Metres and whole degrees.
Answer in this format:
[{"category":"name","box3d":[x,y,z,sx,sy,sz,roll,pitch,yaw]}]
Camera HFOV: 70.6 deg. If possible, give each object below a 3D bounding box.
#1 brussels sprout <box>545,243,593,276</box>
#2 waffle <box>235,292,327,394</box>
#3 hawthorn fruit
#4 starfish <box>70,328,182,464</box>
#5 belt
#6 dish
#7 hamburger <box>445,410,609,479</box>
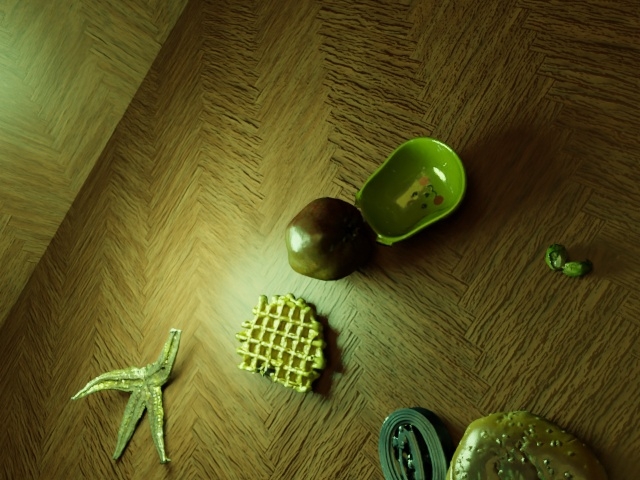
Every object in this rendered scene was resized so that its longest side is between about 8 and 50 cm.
[{"category":"brussels sprout","box3d":[0.479,0.043,0.881,0.083,0.046,0.050,40,105,36]},{"category":"waffle","box3d":[-0.108,0.280,1.203,0.283,0.065,0.309,-39,53,16]},{"category":"hawthorn fruit","box3d":[0.000,0.000,1.149,0.248,0.208,0.207,-12,66,52]},{"category":"starfish","box3d":[-0.576,0.493,1.418,0.399,0.132,0.383,-11,75,18]},{"category":"belt","box3d":[0.198,0.440,0.918,0.142,0.082,0.190,-24,63,28]},{"category":"dish","box3d":[0.226,-0.102,1.070,0.262,0.108,0.221,-39,56,16]},{"category":"hamburger","box3d":[0.345,0.427,0.789,0.286,0.146,0.242,-30,53,24]}]
